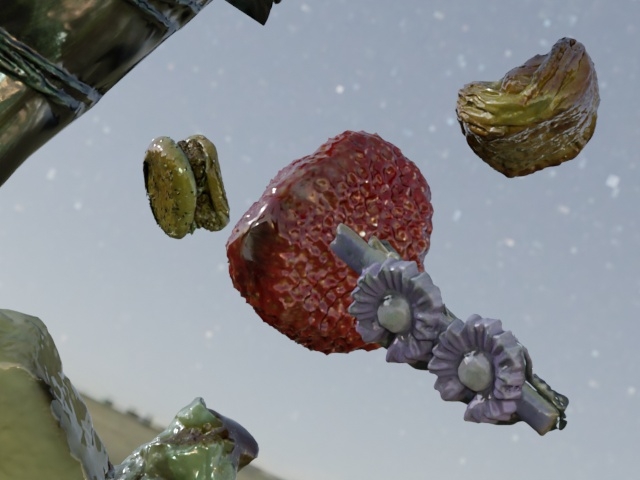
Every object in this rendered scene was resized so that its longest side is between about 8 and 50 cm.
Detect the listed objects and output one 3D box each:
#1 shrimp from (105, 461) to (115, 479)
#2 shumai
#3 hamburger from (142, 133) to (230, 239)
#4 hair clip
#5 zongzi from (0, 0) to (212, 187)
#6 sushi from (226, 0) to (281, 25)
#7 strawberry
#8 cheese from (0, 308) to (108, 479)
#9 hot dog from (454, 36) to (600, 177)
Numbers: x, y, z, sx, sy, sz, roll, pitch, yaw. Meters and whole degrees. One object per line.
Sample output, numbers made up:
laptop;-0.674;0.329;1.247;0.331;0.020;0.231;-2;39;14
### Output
shrimp;-0.392;0.390;1.876;0.221;0.166;0.410;40;-48;4
shumai;-0.219;0.339;2.130;0.272;0.203;0.222;-9;-34;25
hamburger;-0.230;-0.084;2.542;0.177;0.113;0.185;55;-38;22
hair clip;0.114;0.086;1.426;0.085;0.106;0.292;-9;41;-48
zongzi;-0.244;-0.239;1.255;0.319;0.383;0.362;31;5;-39
sushi;-0.104;-0.476;2.252;0.215;0.227;0.212;33;12;-8
strawberry;0.000;0.000;2.051;0.267;0.312;0.351;18;10;32
cheese;-0.383;0.203;1.637;0.326;0.318;0.115;18;24;-5
hot dog;0.247;-0.162;1.797;0.175;0.114;0.259;-20;-15;6
